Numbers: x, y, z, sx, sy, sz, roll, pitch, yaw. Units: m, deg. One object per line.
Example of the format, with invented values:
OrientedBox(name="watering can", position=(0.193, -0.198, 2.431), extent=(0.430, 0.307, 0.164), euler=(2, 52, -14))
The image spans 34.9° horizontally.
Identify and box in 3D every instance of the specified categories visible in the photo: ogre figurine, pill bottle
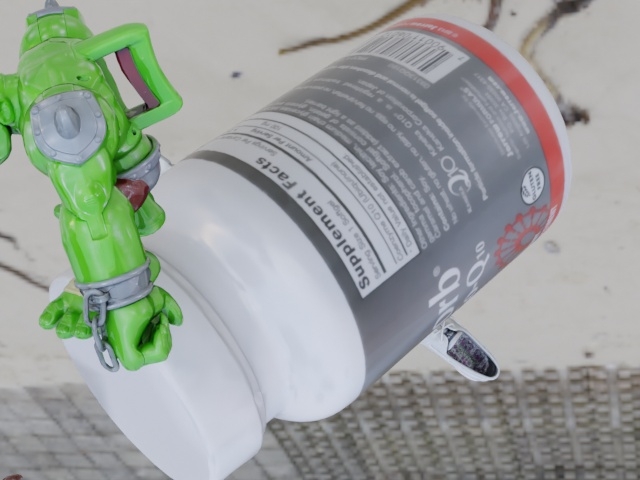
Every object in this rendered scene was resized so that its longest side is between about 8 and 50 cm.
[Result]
OrientedBox(name="ogre figurine", position=(-0.109, -0.039, 0.480), extent=(0.096, 0.197, 0.118), euler=(-5, 124, 8))
OrientedBox(name="pill bottle", position=(0.000, 0.000, 0.746), extent=(0.363, 0.210, 0.210), euler=(-37, -179, -28))

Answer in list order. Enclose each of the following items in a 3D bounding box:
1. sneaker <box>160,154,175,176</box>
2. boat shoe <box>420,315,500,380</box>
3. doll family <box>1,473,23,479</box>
OrientedBox(name="sneaker", position=(-0.162, 0.001, 1.291), extent=(0.297, 0.129, 0.111), euler=(32, 165, 3))
OrientedBox(name="boat shoe", position=(0.171, 0.132, 1.390), extent=(0.184, 0.066, 0.063), euler=(46, 167, -13))
OrientedBox(name="doll family", position=(-0.491, 0.377, 1.434), extent=(0.193, 0.111, 0.076), euler=(-13, -176, -16))
